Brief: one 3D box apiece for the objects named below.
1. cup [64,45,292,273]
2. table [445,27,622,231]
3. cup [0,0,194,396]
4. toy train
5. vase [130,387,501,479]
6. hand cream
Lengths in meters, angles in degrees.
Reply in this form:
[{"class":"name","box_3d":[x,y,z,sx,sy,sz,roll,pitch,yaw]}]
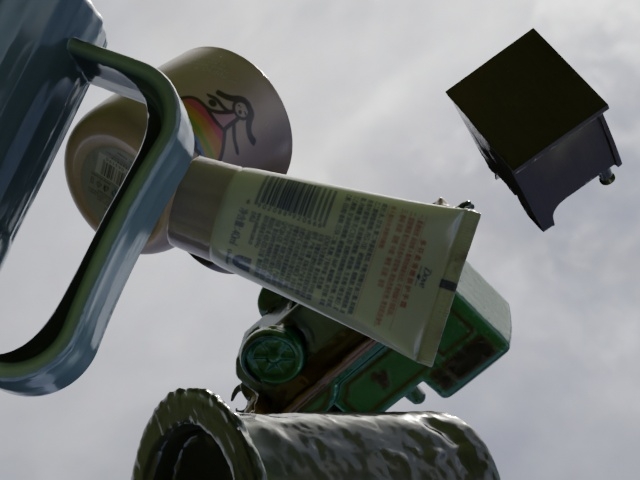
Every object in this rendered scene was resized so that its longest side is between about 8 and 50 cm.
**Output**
[{"class":"cup","box_3d":[-0.147,-0.069,1.600,0.191,0.253,0.200,-30,-175,43]},{"class":"table","box_3d":[0.139,-0.067,0.904,0.070,0.082,0.083,-36,-129,1]},{"class":"cup","box_3d":[-0.292,-0.062,0.963,0.331,0.257,0.311,11,-110,40]},{"class":"toy train","box_3d":[0.065,0.115,1.803,0.429,0.249,0.178,-42,-165,23]},{"class":"vase","box_3d":[0.007,0.241,1.280,0.245,0.291,0.245,2,-88,57]},{"class":"hand cream","box_3d":[0.000,0.000,1.195,0.247,0.083,0.133,20,-86,9]}]
